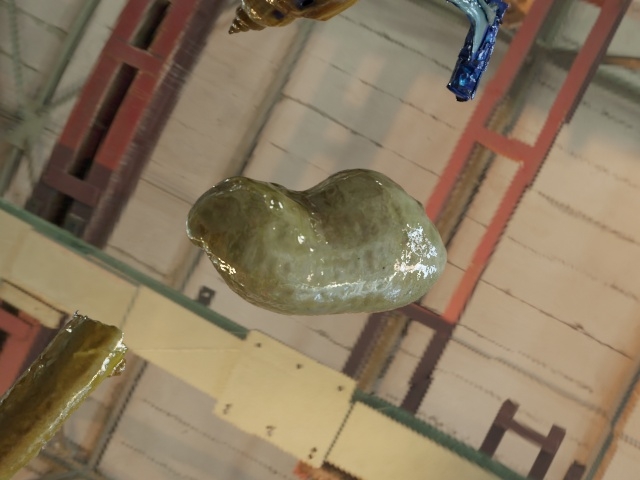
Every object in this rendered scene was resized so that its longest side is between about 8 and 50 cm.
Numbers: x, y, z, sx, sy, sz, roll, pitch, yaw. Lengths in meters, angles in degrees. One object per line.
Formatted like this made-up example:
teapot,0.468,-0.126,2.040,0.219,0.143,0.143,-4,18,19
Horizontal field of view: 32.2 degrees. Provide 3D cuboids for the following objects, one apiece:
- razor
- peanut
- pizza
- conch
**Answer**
razor,0.063,-0.211,0.809,0.056,0.324,0.093,14,-102,39
peanut,0.000,0.000,0.995,0.253,0.122,0.137,-4,-67,-27
pizza,-0.230,0.143,0.824,0.056,0.134,0.271,44,-77,-3
conch,0.023,-0.311,1.245,0.330,0.093,0.109,-23,-57,30
